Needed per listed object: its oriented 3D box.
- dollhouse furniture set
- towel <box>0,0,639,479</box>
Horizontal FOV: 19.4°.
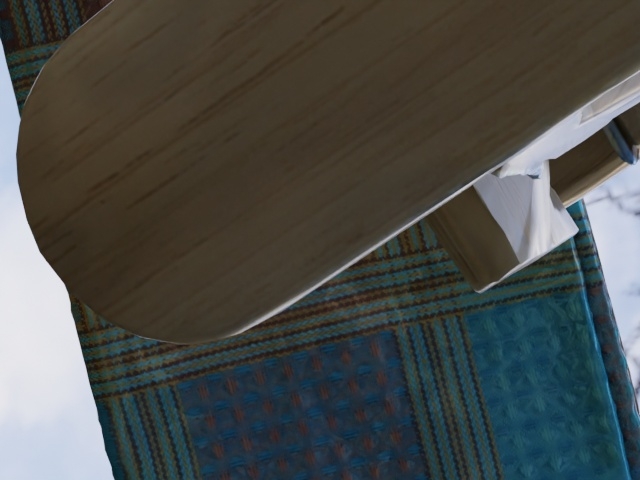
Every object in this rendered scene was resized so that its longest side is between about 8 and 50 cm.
[{"bbox_3d":[-0.075,-0.140,0.545,0.256,0.362,0.394,-34,-95,15],"label":"dollhouse furniture set"},{"bbox_3d":[0.000,0.000,0.956,0.040,0.271,0.370,-72,147,-86],"label":"towel"}]
